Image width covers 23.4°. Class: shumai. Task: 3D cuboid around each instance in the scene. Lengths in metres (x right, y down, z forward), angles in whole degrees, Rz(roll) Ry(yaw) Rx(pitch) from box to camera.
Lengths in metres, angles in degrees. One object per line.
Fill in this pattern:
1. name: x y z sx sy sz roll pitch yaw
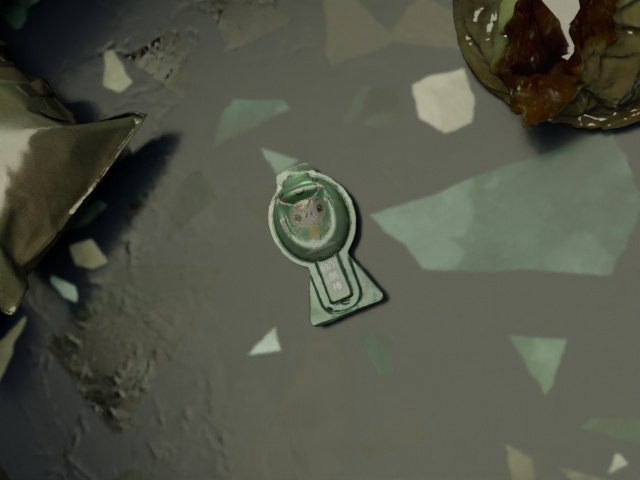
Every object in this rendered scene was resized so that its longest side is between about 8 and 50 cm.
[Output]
1. shumai: 0.180 -0.173 1.101 0.201 0.120 0.201 -1 87 14

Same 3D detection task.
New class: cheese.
1. cheese: 0.000 0.000 1.168 0.067 0.026 0.121 -23 81 9

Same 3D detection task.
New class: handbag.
1. handbag: -0.272 -0.092 1.189 0.270 0.117 0.182 38 81 18
